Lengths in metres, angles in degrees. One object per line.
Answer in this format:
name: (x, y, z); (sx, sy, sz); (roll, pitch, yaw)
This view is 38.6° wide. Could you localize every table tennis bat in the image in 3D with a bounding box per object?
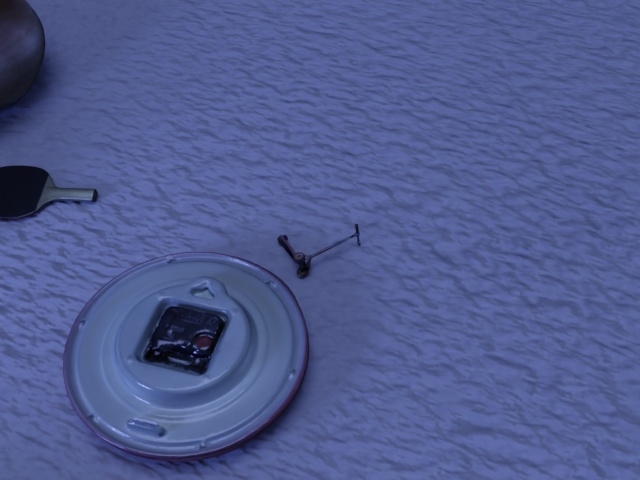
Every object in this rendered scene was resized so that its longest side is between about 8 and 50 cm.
table tennis bat: (-0.345, -0.057, 1.092); (0.157, 0.013, 0.087); (3, 49, 7)

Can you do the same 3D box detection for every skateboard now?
skateboard: (0.000, 0.000, 1.018); (0.083, 0.032, 0.064); (-23, 42, -13)

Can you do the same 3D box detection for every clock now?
clock: (-0.133, 0.109, 0.911); (0.245, 0.056, 0.244); (-1, 48, 1)

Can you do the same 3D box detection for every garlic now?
garlic: (-0.499, -0.242, 1.181); (0.279, 0.132, 0.325); (-12, 47, -7)
